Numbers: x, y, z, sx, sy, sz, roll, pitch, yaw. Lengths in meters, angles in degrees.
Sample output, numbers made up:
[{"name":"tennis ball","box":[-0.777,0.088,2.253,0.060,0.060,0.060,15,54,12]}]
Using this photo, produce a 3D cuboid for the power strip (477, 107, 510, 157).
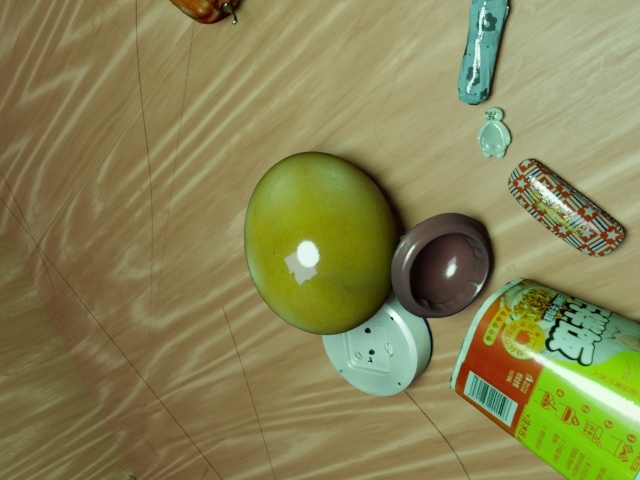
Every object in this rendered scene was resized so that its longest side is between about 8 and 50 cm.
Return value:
[{"name":"power strip","box":[0.283,-0.176,0.929,0.055,0.035,0.083,9,114,35]}]

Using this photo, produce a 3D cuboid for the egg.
[{"name":"egg","box":[0.000,0.000,1.043,0.283,0.283,0.351,-41,53,39]}]

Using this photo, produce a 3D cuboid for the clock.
[{"name":"clock","box":[0.113,0.205,1.170,0.231,0.083,0.230,14,115,31]}]

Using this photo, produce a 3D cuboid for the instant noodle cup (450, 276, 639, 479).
[{"name":"instant noodle cup","box":[0.389,0.216,0.860,0.308,0.294,0.293,30,123,33]}]

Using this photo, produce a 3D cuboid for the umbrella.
[{"name":"umbrella","box":[0.257,-0.339,0.880,0.053,0.052,0.250,-131,40,-59]}]

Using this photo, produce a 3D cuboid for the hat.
[{"name":"hat","box":[0.207,0.041,0.992,0.089,0.206,0.205,-129,38,-62]}]

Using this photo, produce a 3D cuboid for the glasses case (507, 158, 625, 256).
[{"name":"glasses case","box":[0.380,-0.048,0.891,0.194,0.049,0.073,43,127,17]}]

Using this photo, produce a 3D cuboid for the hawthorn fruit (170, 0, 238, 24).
[{"name":"hawthorn fruit","box":[-0.223,-0.504,1.122,0.194,0.157,0.157,51,129,3]}]
